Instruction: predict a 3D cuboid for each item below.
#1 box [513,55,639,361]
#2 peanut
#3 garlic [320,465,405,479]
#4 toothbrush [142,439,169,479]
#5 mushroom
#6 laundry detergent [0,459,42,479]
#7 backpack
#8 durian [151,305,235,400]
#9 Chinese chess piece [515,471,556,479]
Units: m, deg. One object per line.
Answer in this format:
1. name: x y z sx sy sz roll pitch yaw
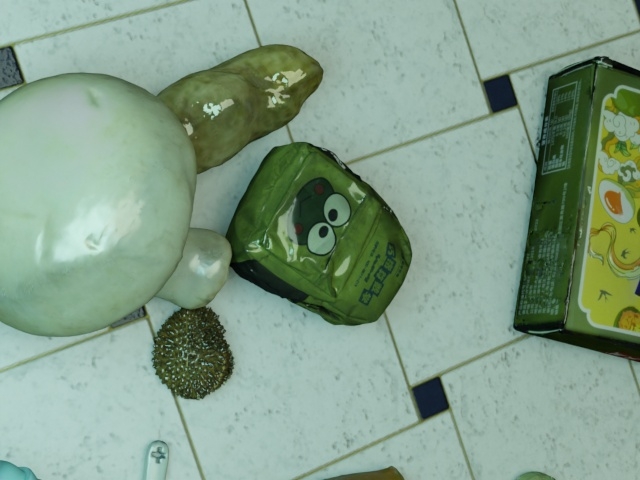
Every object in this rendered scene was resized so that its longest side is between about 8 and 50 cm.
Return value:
1. box: 0.503 -0.026 1.902 0.373 0.138 0.420 14 80 -25
2. peanut: -0.111 -0.175 1.626 0.253 0.137 0.122 -29 100 -27
3. garlic: -0.002 0.393 1.651 0.318 0.112 0.143 -13 88 -37
4. toothbrush: -0.224 0.444 1.564 0.040 0.040 0.386 11 80 -24
5. mushroom: -0.260 -0.029 1.449 0.356 0.315 0.315 26 74 -8
6. laundry detergent: -0.372 0.413 1.359 0.287 0.287 0.305 -38 101 -24
7. backpack: 0.000 0.000 1.665 0.253 0.140 0.207 36 72 -26
8. durian: -0.157 0.134 1.611 0.110 0.071 0.140 3 79 -26
9. Chinese chess piece: 0.314 0.380 1.830 0.084 0.034 0.084 2 84 -24
